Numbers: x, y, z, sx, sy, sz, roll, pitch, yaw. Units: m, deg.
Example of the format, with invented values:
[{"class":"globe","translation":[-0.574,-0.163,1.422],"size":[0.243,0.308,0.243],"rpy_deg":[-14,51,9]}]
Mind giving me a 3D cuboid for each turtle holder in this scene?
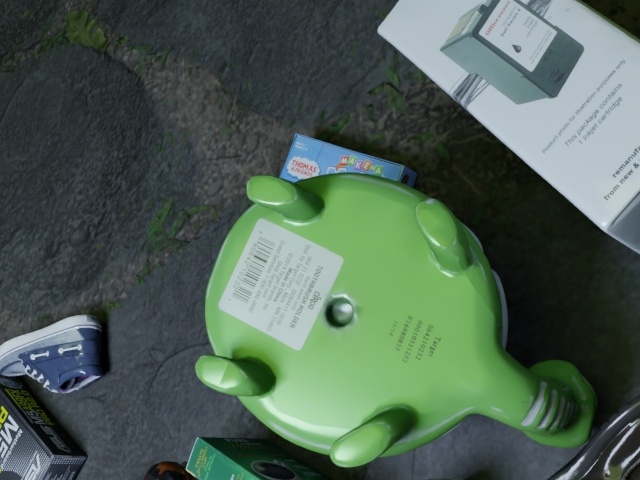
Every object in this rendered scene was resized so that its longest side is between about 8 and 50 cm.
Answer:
[{"class":"turtle holder","translation":[0.070,0.066,0.781],"size":[0.320,0.227,0.243],"rpy_deg":[-6,80,17]}]

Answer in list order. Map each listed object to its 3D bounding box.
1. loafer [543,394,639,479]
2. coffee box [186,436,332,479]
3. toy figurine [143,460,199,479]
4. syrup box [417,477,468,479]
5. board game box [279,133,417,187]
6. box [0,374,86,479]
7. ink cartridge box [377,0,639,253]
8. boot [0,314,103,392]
[{"class":"loafer","translation":[0.251,0.194,0.718],"size":[0.220,0.080,0.078],"rpy_deg":[-51,60,22]},{"class":"coffee box","translation":[-0.035,0.254,0.885],"size":[0.184,0.113,0.040],"rpy_deg":[22,93,37]},{"class":"toy figurine","translation":[-0.164,0.346,0.929],"size":[0.209,0.148,0.213],"rpy_deg":[-35,58,24]},{"class":"syrup box","translation":[0.133,0.328,0.746],"size":[0.093,0.096,0.237],"rpy_deg":[-46,55,20]},{"class":"board game box","translation":[0.000,0.000,0.976],"size":[0.160,0.039,0.211],"rpy_deg":[22,91,38]},{"class":"box","translation":[-0.453,0.345,1.201],"size":[0.216,0.060,0.270],"rpy_deg":[35,99,38]},{"class":"ink cartridge box","translation":[0.215,-0.117,0.743],"size":[0.121,0.211,0.289],"rpy_deg":[-51,52,16]},{"class":"boot","translation":[-0.372,0.170,1.184],"size":[0.190,0.069,0.086],"rpy_deg":[-25,60,27]}]
